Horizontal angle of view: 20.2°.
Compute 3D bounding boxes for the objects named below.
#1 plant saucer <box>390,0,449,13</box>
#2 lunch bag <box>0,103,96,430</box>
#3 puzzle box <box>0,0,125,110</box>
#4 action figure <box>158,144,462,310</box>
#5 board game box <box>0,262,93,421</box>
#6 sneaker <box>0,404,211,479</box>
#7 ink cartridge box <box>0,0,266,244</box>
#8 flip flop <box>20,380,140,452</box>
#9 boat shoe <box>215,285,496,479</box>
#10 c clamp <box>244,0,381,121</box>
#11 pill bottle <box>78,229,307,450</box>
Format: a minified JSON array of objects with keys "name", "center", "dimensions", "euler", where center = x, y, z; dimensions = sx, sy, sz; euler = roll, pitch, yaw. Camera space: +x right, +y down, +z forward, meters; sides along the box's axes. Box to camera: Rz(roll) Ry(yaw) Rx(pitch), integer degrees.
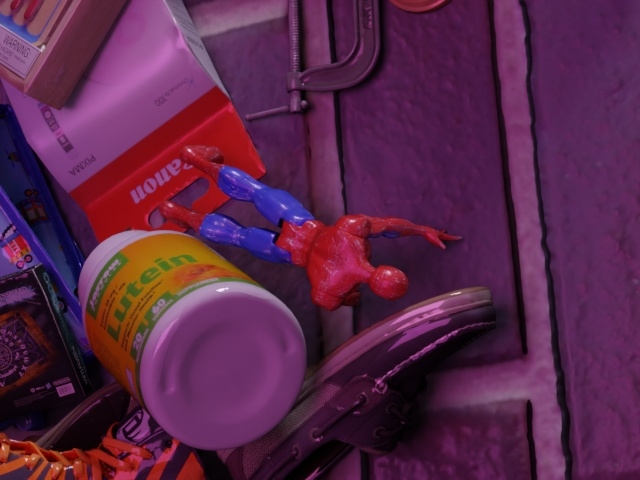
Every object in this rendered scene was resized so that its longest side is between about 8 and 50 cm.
[{"name":"plant saucer","center":[0.087,-0.237,1.542],"dimensions":[0.083,0.013,0.083],"euler":[-6,78,28]},{"name":"lunch bag","center":[-0.333,0.048,1.668],"dimensions":[0.221,0.138,0.293],"euler":[-34,78,17]},{"name":"puzzle box","center":[-0.313,-0.329,1.718],"dimensions":[0.409,0.052,0.272],"euler":[34,95,36]},{"name":"action figure","center":[0.000,0.000,1.513],"dimensions":[0.280,0.139,0.091],"euler":[28,101,48]},{"name":"board game box","center":[-0.311,0.105,1.613],"dimensions":[0.186,0.026,0.126],"euler":[-17,99,16]},{"name":"sneaker","center":[-0.217,0.188,1.511],"dimensions":[0.180,0.321,0.124],"euler":[-55,22,3]},{"name":"ink cartridge box","center":[-0.177,-0.113,1.642],"dimensions":[0.189,0.066,0.232],"euler":[-35,63,19]},{"name":"flip flop","center":[-0.246,0.213,1.607],"dimensions":[0.277,0.080,0.112],"euler":[-38,108,7]},{"name":"boat shoe","center":[0.035,0.133,1.462],"dimensions":[0.285,0.103,0.092],"euler":[-33,73,24]},{"name":"c clamp","center":[-0.008,-0.189,1.577],"dimensions":[0.137,0.022,0.160],"euler":[-2,80,32]},{"name":"pill bottle","center":[-0.119,0.070,1.485],"dimensions":[0.136,0.136,0.246],"euler":[-65,28,4]}]
